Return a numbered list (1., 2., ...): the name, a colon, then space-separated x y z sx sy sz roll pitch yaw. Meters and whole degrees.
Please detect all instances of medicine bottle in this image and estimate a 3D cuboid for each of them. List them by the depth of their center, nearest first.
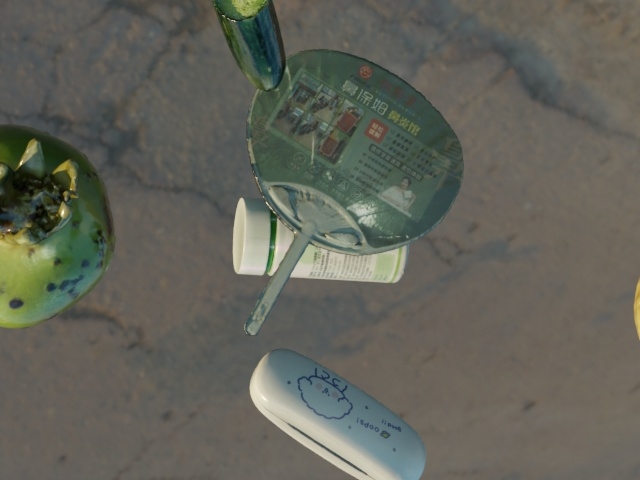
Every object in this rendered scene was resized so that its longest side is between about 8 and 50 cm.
1. medicine bottle: 0.000 0.000 1.500 0.183 0.086 0.086 4 144 -11

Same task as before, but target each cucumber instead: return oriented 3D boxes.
1. cucumber: -0.053 -0.167 1.132 0.048 0.048 0.105 -28 140 -7

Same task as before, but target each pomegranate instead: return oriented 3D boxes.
1. pomegranate: -0.334 -0.039 1.442 0.231 0.231 0.286 -24 157 -16

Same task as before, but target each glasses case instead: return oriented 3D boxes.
1. glasses case: 0.018 0.178 1.345 0.049 0.197 0.076 -48 -169 45

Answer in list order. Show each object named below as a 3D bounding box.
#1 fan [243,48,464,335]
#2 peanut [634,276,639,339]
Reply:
1. fan: -0.004 -0.071 1.335 0.294 0.223 0.012 -30 176 -19
2. peanut: 0.474 0.127 1.675 0.147 0.305 0.147 -24 179 0
